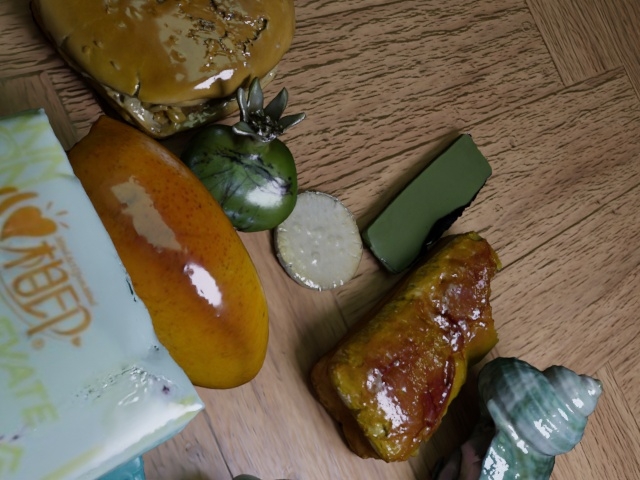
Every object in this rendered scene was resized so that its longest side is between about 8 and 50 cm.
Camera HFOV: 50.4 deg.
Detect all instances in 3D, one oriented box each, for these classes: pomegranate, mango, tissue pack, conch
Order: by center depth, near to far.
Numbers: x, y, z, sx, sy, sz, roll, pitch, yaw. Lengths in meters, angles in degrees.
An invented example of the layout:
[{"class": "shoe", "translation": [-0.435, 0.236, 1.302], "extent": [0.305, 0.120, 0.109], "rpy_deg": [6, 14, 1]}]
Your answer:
[{"class": "tissue pack", "translation": [-0.320, 0.103, 0.467], "extent": [0.388, 0.162, 0.287], "rpy_deg": [-27, 87, -35]}, {"class": "mango", "translation": [-0.177, 0.042, 0.749], "extent": [0.201, 0.199, 0.350], "rpy_deg": [-38, 112, -7]}, {"class": "pomegranate", "translation": [-0.089, -0.096, 0.834], "extent": [0.152, 0.191, 0.131], "rpy_deg": [9, 44, -30]}, {"class": "conch", "translation": [0.273, 0.269, 0.961], "extent": [0.195, 0.277, 0.220], "rpy_deg": [59, 14, 14]}]

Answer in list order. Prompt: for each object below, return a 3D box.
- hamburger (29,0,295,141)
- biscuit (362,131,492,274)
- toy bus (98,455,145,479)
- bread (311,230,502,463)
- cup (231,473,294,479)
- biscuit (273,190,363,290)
[{"class": "hamburger", "translation": [-0.192, -0.289, 0.845], "extent": [0.304, 0.174, 0.284], "rpy_deg": [46, 68, -5]}, {"class": "biscuit", "translation": [0.177, -0.061, 1.089], "extent": [0.099, 0.038, 0.322], "rpy_deg": [51, 56, -6]}, {"class": "toy bus", "translation": [-0.291, 0.247, 0.623], "extent": [0.256, 0.128, 0.147], "rpy_deg": [-22, 109, -34]}, {"class": "bread", "translation": [0.158, 0.141, 0.974], "extent": [0.380, 0.109, 0.185], "rpy_deg": [-40, 98, -37]}, {"class": "cup", "translation": [-0.044, 0.425, 0.690], "extent": [0.257, 0.219, 0.289], "rpy_deg": [47, 61, -14]}, {"class": "biscuit", "translation": [0.000, 0.000, 0.965], "extent": [0.152, 0.020, 0.152], "rpy_deg": [10, 70, -30]}]
